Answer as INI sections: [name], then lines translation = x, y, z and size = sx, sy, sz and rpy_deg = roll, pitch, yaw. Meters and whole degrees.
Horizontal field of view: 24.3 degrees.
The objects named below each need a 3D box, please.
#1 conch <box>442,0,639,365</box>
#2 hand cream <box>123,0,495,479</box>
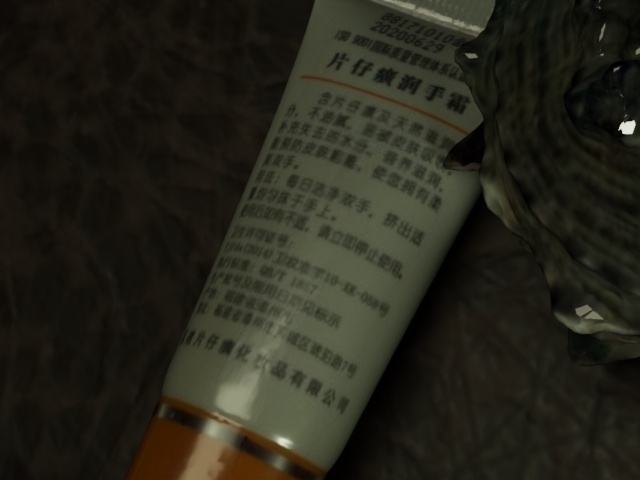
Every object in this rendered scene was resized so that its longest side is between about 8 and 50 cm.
[conch]
translation = 0.186, -0.046, 0.627
size = 0.240, 0.186, 0.313
rpy_deg = -11, 53, -6
[hand cream]
translation = 0.000, 0.000, 0.733
size = 0.139, 0.089, 0.314
rpy_deg = 24, 80, 19
